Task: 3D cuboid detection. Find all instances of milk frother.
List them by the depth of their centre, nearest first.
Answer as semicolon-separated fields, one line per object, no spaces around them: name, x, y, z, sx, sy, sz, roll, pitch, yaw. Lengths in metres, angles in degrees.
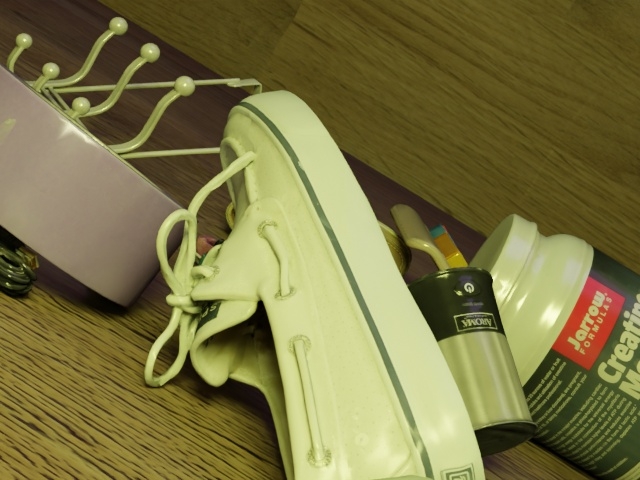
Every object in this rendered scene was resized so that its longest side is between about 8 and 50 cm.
milk frother;0.090;0.115;1.025;0.143;0.129;0.134;96;-16;-62

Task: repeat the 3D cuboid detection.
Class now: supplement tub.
supplement tub;0.260;0.114;1.232;0.272;0.191;0.191;31;9;-1

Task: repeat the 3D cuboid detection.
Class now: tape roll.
tape roll;-0.182;-0.042;0.879;0.189;0.080;0.189;38;-3;2

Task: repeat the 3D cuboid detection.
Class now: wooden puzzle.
wooden puzzle;0.169;0.065;1.431;0.238;0.044;0.221;54;6;-11

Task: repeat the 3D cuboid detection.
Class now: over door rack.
over door rack;-0.158;-0.159;1.403;0.324;0.108;0.239;6;22;-30

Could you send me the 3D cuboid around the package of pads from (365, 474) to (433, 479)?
package of pads;0.067;0.204;0.433;0.296;0.101;0.229;37;12;30

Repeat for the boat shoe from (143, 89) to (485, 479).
boat shoe;-0.039;0.044;0.788;0.135;0.157;0.367;86;-15;-46

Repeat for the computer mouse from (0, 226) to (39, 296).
computer mouse;-0.245;-0.006;0.744;0.106;0.042;0.193;39;5;17

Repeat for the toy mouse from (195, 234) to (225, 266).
toy mouse;-0.080;0.030;1.096;0.143;0.031;0.161;27;10;-27

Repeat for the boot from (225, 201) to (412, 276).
boot;0.000;0.000;1.375;0.213;0.077;0.165;25;9;-2
